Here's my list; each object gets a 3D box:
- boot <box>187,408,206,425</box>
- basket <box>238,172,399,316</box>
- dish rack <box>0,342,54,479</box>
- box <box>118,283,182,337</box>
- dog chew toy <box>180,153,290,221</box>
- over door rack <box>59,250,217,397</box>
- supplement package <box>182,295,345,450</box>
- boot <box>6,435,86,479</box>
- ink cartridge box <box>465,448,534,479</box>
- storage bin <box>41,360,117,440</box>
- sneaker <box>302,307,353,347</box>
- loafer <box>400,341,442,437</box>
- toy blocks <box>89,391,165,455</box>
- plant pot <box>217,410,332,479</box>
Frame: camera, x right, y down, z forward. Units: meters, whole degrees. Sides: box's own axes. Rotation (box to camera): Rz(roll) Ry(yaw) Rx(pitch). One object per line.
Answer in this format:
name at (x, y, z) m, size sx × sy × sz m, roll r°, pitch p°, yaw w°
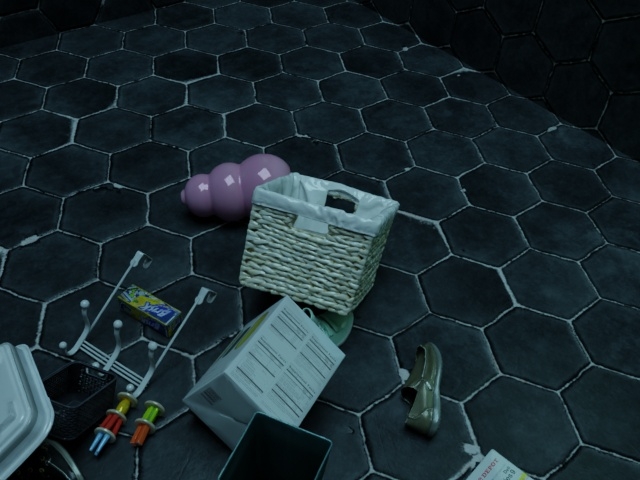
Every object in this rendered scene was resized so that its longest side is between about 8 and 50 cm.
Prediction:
boot at (-0.210, 0.367, 1.636) m, size 0.106 × 0.082 × 0.219 m, roll 45°, pitch 39°, yaw 2°
basket at (0.000, 0.000, 1.809) m, size 0.328 × 0.266 × 0.331 m, roll 16°, pitch 14°, yaw 11°
dish rack at (-0.699, 0.369, 1.426) m, size 0.285 × 0.072 × 0.333 m, roll -46°, pitch 40°, yaw -5°
box at (-0.440, 0.182, 1.803) m, size 0.169 × 0.054 × 0.059 m, roll 25°, pitch 47°, yaw 21°
dog chew toy at (-0.249, -0.147, 2.083) m, size 0.332 × 0.206 × 0.206 m, roll -8°, pitch 44°, yaw -3°
over door rack at (-0.450, 0.186, 1.699) m, size 0.239 × 0.108 × 0.324 m, roll 27°, pitch 67°, yaw 20°
supplement package at (-0.121, 0.302, 1.539) m, size 0.198 × 0.199 × 0.262 m, roll 46°, pitch 44°, yaw -6°
boot at (-0.612, 0.488, 1.436) m, size 0.236 × 0.085 × 0.178 m, roll 27°, pitch 49°, yaw 30°
ink cartridge box at (0.395, 0.568, 1.450) m, size 0.212 × 0.093 × 0.154 m, roll 34°, pitch 50°, yaw 29°
storage bin at (-0.547, 0.350, 1.537) m, size 0.122 × 0.084 × 0.180 m, roll 17°, pitch 17°, yaw 11°
sneaker at (0.003, 0.212, 1.747) m, size 0.094 × 0.151 × 0.256 m, roll 31°, pitch 48°, yaw 25°
loafer at (0.240, 0.346, 1.670) m, size 0.087 × 0.094 × 0.251 m, roll 10°, pitch 43°, yaw -2°
toy blocks at (-0.432, 0.420, 1.548) m, size 0.123 × 0.054 × 0.148 m, roll 15°, pitch 43°, yaw 10°
plant pot at (-0.092, 0.493, 1.373) m, size 0.166 × 0.234 × 0.165 m, roll 19°, pitch 44°, yaw 13°
